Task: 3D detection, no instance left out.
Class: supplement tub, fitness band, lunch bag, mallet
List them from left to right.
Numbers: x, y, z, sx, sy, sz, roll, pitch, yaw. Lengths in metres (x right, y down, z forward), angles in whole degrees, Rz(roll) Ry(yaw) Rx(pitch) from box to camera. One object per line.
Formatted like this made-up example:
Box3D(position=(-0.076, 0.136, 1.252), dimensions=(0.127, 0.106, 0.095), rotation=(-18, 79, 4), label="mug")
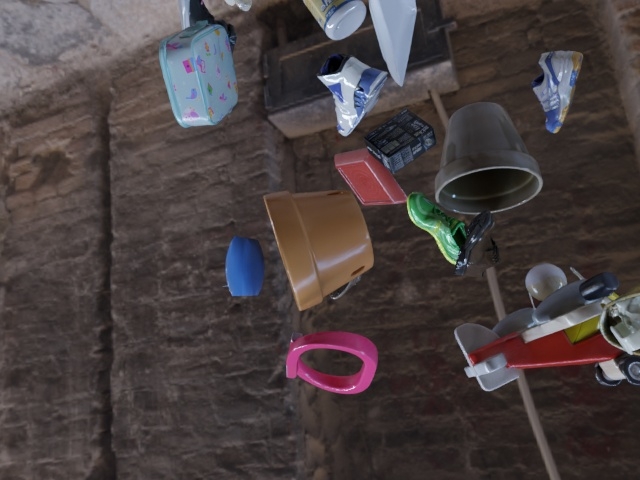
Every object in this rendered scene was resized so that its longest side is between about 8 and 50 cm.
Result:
Box3D(position=(-0.297, -0.421, 1.284), dimensions=(0.108, 0.224, 0.279), rotation=(-6, -150, 10), label="lunch bag")
Box3D(position=(0.025, 0.289, 1.217), dimensions=(0.209, 0.054, 0.291), rotation=(9, 144, 1), label="fitness band")
Box3D(position=(0.033, -0.744, 1.590), dimensions=(0.144, 0.199, 0.144), rotation=(-32, 170, -6), label="supplement tub")
Box3D(position=(0.560, 0.119, 0.909), dimensions=(0.190, 0.039, 0.062), rotation=(30, 148, 7), label="mallet")

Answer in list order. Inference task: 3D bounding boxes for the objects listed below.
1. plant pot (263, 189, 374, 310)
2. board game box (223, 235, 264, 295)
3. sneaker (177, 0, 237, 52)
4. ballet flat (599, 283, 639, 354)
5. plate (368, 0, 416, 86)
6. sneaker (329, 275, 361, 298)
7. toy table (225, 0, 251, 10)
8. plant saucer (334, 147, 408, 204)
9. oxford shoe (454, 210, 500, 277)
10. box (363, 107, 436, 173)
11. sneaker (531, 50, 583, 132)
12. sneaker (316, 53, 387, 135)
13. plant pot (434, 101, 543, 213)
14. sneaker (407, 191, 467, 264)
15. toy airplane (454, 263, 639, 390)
Box3D(position=(0.000, 0.000, 1.239), dimensions=(0.204, 0.290, 0.291), rotation=(-18, 168, -6), label="plant pot")
Box3D(position=(-0.185, 0.060, 1.186), dimensions=(0.033, 0.133, 0.169), rotation=(-2, 175, 23), label="board game box")
Box3D(position=(-0.311, -0.615, 1.421), dimensions=(0.147, 0.104, 0.295), rotation=(-11, 147, -13), label="sneaker")
Box3D(position=(0.452, 0.105, 0.655), dimensions=(0.123, 0.123, 0.348), rotation=(-9, 168, 9), label="ballet flat")
Box3D(position=(0.170, -0.560, 1.214), dimensions=(0.045, 0.277, 0.278), rotation=(4, 154, 22), label="plate")
Box3D(position=(0.113, 0.149, 1.905), dimensions=(0.188, 0.066, 0.071), rotation=(-52, 134, 5), label="sneaker")
Box3D(position=(-0.281, -0.808, 1.518), dimensions=(0.161, 0.274, 0.252), rotation=(10, 169, -31), label="toy table")
Box3D(position=(0.180, -0.228, 1.964), dimensions=(0.259, 0.047, 0.258), rotation=(51, 158, -22), label="plant saucer")
Box3D(position=(0.393, 0.011, 1.235), dimensions=(0.096, 0.082, 0.227), rotation=(15, 147, 11), label="oxford shoe")
Box3D(position=(0.259, -0.326, 1.674), dimensions=(0.180, 0.147, 0.077), rotation=(-36, 139, -6), label="box")
Box3D(position=(0.753, -0.485, 1.668), dimensions=(0.131, 0.112, 0.296), rotation=(17, 145, 25), label="sneaker")
Box3D(position=(0.081, -0.464, 1.554), dimensions=(0.127, 0.182, 0.315), rotation=(-49, 177, -16), label="sneaker")
Box3D(position=(0.523, -0.275, 1.652), dimensions=(0.323, 0.280, 0.323), rotation=(0, 158, 0), label="plant pot")
Box3D(position=(0.406, -0.055, 1.685), dimensions=(0.109, 0.295, 0.123), rotation=(-45, -176, -32), label="sneaker")
Box3D(position=(0.485, 0.186, 1.131), dimensions=(0.384, 0.272, 0.386), rotation=(12, 158, -40), label="toy airplane")
